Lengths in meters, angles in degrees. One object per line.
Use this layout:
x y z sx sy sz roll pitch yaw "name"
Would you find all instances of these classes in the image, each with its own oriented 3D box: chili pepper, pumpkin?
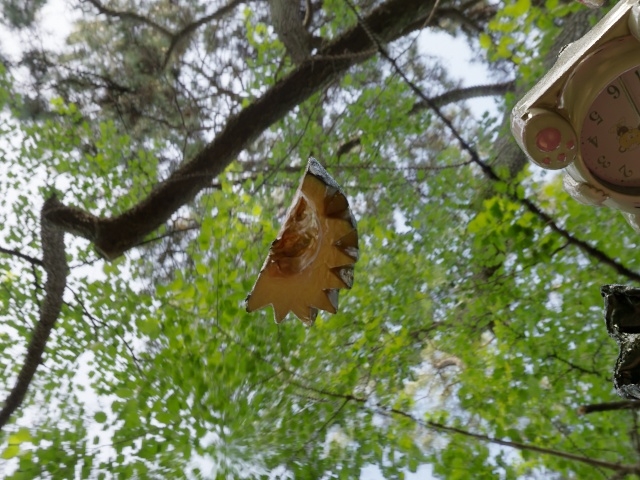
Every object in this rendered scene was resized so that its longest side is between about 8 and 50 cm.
0.529 0.172 1.093 0.148 0.264 0.116 1 -65 7 "chili pepper"
0.000 0.000 1.011 0.130 0.254 0.149 24 -148 -1 "pumpkin"

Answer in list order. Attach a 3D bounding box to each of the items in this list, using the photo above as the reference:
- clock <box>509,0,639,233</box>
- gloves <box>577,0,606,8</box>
0.462 -0.165 1.005 0.309 0.114 0.284 37 -69 -17 "clock"
0.310 -0.387 0.867 0.241 0.126 0.145 12 -109 6 "gloves"
